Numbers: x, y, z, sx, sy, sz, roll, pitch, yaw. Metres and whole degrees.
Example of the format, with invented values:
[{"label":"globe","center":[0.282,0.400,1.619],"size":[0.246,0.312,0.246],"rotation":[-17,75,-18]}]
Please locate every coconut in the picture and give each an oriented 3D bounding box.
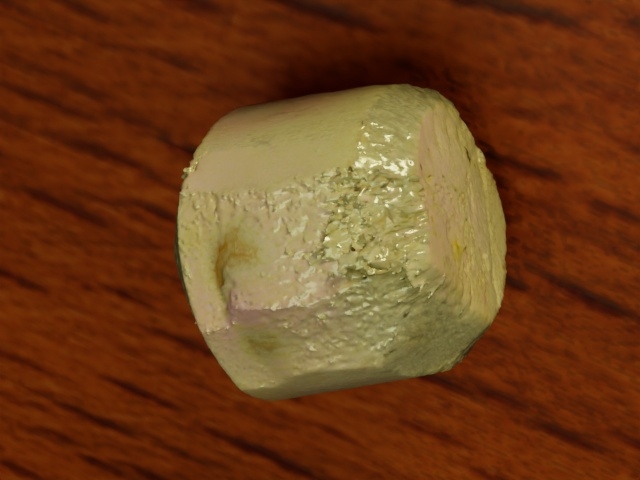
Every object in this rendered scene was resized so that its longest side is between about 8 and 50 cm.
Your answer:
[{"label":"coconut","center":[0.000,0.000,0.719],"size":[0.122,0.116,0.116],"rotation":[-11,118,27]}]
